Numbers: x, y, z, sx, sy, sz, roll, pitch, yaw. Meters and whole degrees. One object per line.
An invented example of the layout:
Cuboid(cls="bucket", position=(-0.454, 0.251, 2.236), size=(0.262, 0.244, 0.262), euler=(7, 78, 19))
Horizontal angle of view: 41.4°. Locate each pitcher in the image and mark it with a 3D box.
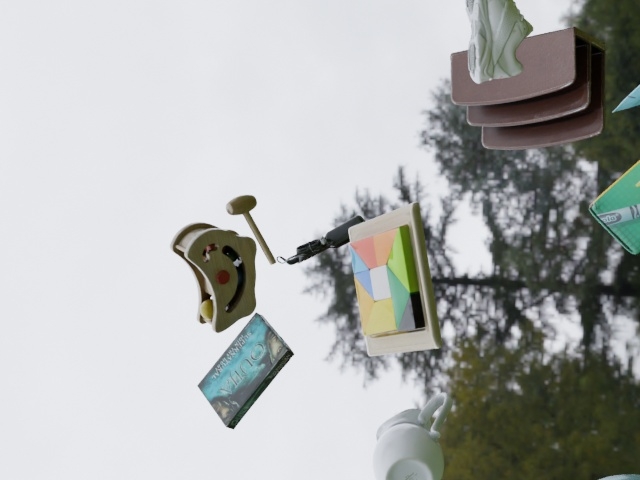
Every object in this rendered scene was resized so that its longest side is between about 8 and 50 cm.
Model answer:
Cuboid(cls="pitcher", position=(0.173, 0.363, 1.514), size=(0.178, 0.125, 0.207), euler=(-48, 4, 11))

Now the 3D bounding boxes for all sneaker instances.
Cuboid(cls="sneaker", position=(0.323, -0.401, 1.520), size=(0.090, 0.115, 0.232), euler=(-118, 26, -78))

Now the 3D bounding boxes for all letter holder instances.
Cuboid(cls="letter holder", position=(0.451, -0.318, 1.857), size=(0.152, 0.302, 0.214), euler=(6, -96, -47))

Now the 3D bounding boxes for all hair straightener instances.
Cuboid(cls="hair straightener", position=(0.000, 0.000, 1.984), size=(0.089, 0.230, 0.047), euler=(50, -161, -72))

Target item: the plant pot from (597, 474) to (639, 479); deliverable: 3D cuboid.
Cuboid(cls="plant pot", position=(0.442, 0.507, 1.194), size=(0.196, 0.293, 0.293), euler=(-13, -76, -57))

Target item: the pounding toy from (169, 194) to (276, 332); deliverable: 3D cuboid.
Cuboid(cls="pounding toy", position=(-0.189, 0.050, 1.639), size=(0.154, 0.155, 0.269), euler=(-9, -72, -34))

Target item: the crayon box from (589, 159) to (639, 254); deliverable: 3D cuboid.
Cuboid(cls="crayon box", position=(0.455, -0.112, 0.987), size=(0.081, 0.278, 0.165), euler=(49, -154, 11))

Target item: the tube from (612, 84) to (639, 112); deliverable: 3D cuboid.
Cuboid(cls="tube", position=(0.478, -0.220, 1.096), size=(0.052, 0.207, 0.080), euler=(60, 163, 17))

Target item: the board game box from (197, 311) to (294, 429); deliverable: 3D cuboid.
Cuboid(cls="board game box", position=(-0.142, 0.243, 1.585), size=(0.186, 0.126, 0.026), euler=(-52, -44, 5))

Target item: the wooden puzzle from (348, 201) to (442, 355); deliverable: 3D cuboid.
Cuboid(cls="wooden puzzle", position=(0.106, 0.069, 1.341), size=(0.044, 0.239, 0.221), euler=(-6, -98, -24))
